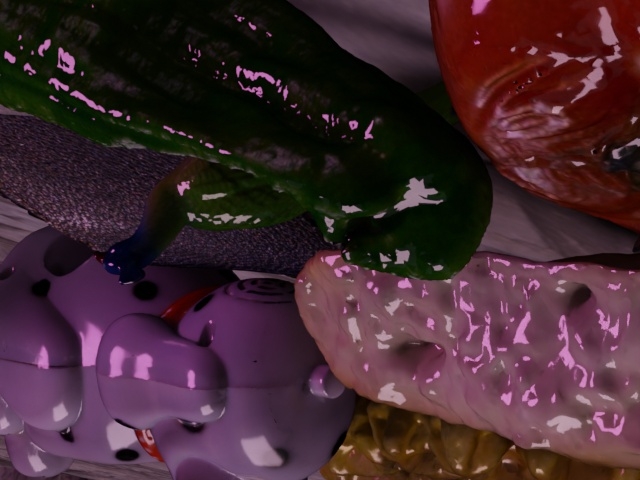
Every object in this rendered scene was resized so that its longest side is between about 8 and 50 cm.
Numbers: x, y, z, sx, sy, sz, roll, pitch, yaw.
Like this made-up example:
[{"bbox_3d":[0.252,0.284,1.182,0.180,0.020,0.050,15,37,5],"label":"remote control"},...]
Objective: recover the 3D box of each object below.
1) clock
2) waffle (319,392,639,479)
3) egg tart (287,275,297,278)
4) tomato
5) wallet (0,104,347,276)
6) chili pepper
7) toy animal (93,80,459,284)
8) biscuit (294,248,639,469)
[{"bbox_3d":[-0.071,0.080,1.079,0.189,0.189,0.254,23,173,-42],"label":"clock"},{"bbox_3d":[0.131,0.122,1.237,0.261,0.151,0.324,15,163,5],"label":"waffle"},{"bbox_3d":[0.000,0.000,1.063,0.105,0.039,0.105,12,167,3],"label":"egg tart"},{"bbox_3d":[0.136,-0.054,0.618,0.228,0.101,0.228,12,164,3],"label":"tomato"},{"bbox_3d":[-0.085,-0.047,0.912,0.221,0.071,0.262,7,164,35],"label":"wallet"},{"bbox_3d":[-0.049,-0.059,0.690,0.257,0.100,0.074,22,156,30],"label":"chili pepper"},{"bbox_3d":[-0.002,-0.048,0.756,0.217,0.075,0.041,-24,143,-18],"label":"toy animal"},{"bbox_3d":[0.247,0.061,0.814,0.429,0.104,0.446,1,177,37],"label":"biscuit"}]
